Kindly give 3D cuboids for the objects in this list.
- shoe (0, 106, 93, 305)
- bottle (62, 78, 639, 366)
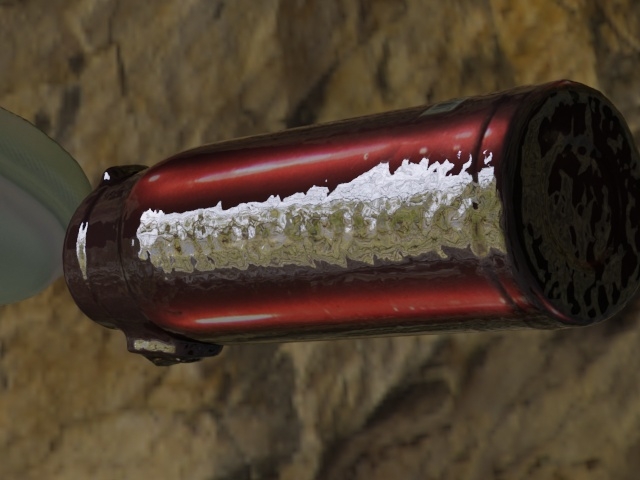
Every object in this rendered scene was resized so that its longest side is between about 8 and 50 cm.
[{"bbox_3d":[-0.277,0.008,0.788,0.363,0.160,0.132,8,-35,-15],"label":"shoe"},{"bbox_3d":[0.000,0.000,0.464,0.164,0.060,0.060,-6,-31,44],"label":"bottle"}]
